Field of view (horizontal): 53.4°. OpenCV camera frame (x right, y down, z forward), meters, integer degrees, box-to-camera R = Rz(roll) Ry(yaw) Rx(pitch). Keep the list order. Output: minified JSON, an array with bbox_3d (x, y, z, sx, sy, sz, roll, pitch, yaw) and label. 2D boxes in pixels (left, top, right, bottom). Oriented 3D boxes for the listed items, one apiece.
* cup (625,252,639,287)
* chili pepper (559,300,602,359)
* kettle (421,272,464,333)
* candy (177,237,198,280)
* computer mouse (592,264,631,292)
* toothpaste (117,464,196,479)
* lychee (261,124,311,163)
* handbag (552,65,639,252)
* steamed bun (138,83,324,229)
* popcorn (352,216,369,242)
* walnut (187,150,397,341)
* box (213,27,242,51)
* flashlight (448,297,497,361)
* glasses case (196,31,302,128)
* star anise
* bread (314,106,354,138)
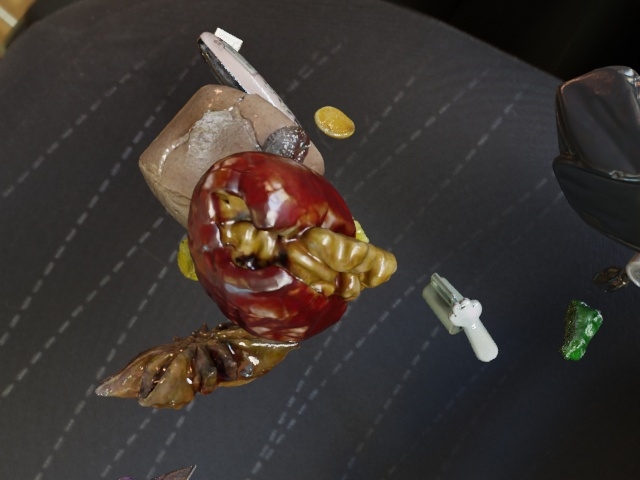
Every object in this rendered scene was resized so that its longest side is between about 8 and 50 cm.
[{"bbox_3d":[0.796,0.056,1.489,0.133,0.136,0.099,-42,42,-17],"label":"cup"},{"bbox_3d":[0.564,0.206,1.413,0.227,0.088,0.059,-29,-32,-53],"label":"chili pepper"},{"bbox_3d":[0.363,0.182,1.833,0.098,0.127,0.148,-47,57,17],"label":"kettle"},{"bbox_3d":[-0.251,0.045,1.597,0.094,0.199,0.106,-14,79,54],"label":"candy"},{"bbox_3d":[0.758,0.105,1.639,0.079,0.047,0.135,-39,7,-7],"label":"computer mouse"},{"bbox_3d":[-0.315,0.454,1.168,0.075,0.048,0.301,-34,5,-42],"label":"toothpaste"},{"bbox_3d":[-0.049,-0.137,0.953,0.083,0.067,0.068,-6,88,23],"label":"lychee"},{"bbox_3d":[0.525,-0.117,1.150,0.178,0.302,0.274,-13,55,27],"label":"handbag"},{"bbox_3d":[-0.159,-0.138,1.095,0.301,0.199,0.251,28,62,24],"label":"steamed bun"},{"bbox_3d":[-0.002,0.010,1.351,0.173,0.195,0.168,-31,-37,-60],"label":"popcorn"},{"bbox_3d":[-0.035,0.018,0.764,0.269,0.244,0.221,34,-106,-78],"label":"walnut"},{"bbox_3d":[-0.267,-0.561,1.798,0.035,0.079,0.083,-65,17,0],"label":"box"},{"bbox_3d":[0.418,0.243,1.725,0.093,0.200,0.047,-31,18,6],"label":"flashlight"},{"bbox_3d":[-0.144,-0.312,1.353,0.075,0.314,0.122,-41,9,8],"label":"glasses case"},{"bbox_3d":[-0.186,0.205,1.062,0.293,0.108,0.350,2,15,29],"label":"star anise"},{"bbox_3d":[0.036,-0.296,1.598,0.024,0.110,0.110,123,164,-45],"label":"bread"}]
